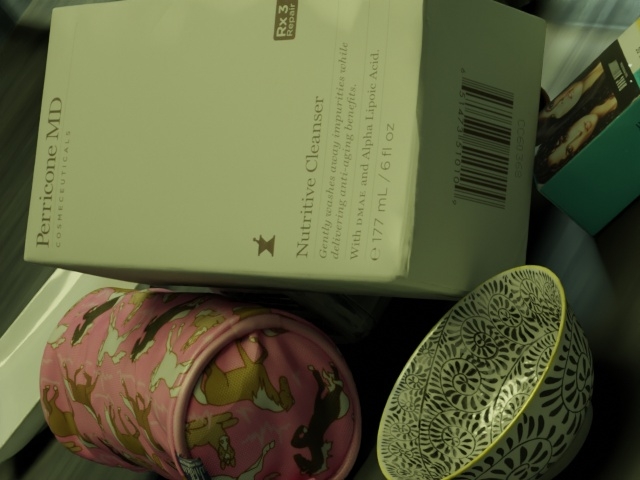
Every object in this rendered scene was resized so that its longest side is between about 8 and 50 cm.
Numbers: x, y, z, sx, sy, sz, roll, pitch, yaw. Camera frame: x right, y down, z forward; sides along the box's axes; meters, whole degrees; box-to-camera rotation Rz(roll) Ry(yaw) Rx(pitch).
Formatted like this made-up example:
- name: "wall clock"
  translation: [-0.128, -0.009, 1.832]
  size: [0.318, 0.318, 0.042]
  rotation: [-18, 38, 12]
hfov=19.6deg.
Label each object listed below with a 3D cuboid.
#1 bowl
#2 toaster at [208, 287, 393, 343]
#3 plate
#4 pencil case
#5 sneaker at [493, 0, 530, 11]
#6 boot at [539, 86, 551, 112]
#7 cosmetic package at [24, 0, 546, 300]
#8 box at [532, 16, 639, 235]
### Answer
- name: "bowl"
  translation: [0.122, 0.107, 1.195]
  size: [0.170, 0.080, 0.170]
  rotation: [-42, 24, 24]
- name: "toaster"
  translation: [0.000, 0.000, 1.556]
  size: [0.227, 0.129, 0.146]
  rotation: [1, 60, 56]
- name: "plate"
  translation: [-0.287, 0.108, 2.086]
  size: [0.277, 0.045, 0.278]
  rotation: [-49, 21, 5]
- name: "pencil case"
  translation: [-0.111, 0.129, 1.532]
  size: [0.167, 0.160, 0.386]
  rotation: [-59, 23, -11]
- name: "sneaker"
  translation: [0.133, -0.292, 1.754]
  size: [0.135, 0.098, 0.276]
  rotation: [-18, 37, 26]
- name: "boot"
  translation: [0.028, -0.116, 1.564]
  size: [0.280, 0.264, 0.096]
  rotation: [-128, 41, -71]
- name: "cosmetic package"
  translation: [-0.035, -0.070, 1.384]
  size: [0.385, 0.156, 0.217]
  rotation: [0, 83, 40]
- name: "box"
  translation: [0.253, -0.122, 1.317]
  size: [0.244, 0.060, 0.100]
  rotation: [-44, 22, 19]
